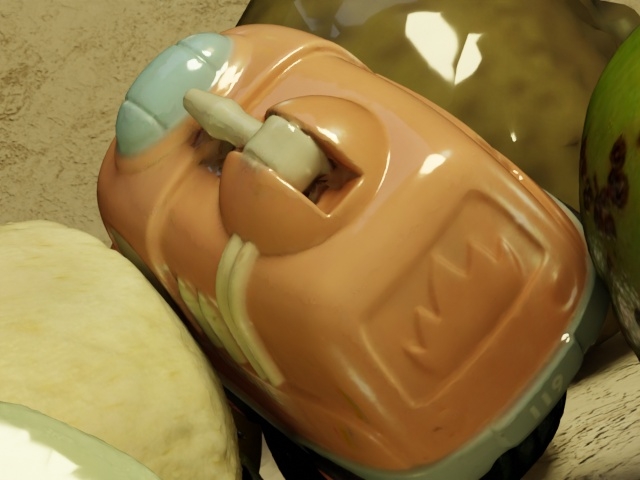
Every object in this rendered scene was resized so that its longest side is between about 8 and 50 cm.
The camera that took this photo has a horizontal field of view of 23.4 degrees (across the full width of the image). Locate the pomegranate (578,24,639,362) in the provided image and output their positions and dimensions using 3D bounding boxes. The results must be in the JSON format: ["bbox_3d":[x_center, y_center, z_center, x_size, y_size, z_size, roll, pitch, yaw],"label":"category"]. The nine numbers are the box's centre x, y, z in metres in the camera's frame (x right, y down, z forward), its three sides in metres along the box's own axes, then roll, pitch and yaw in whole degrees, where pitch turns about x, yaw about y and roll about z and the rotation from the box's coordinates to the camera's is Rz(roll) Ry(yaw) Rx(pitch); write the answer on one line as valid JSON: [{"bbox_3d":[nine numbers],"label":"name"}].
[{"bbox_3d":[0.268,-0.031,0.685,0.323,0.291,0.291,-40,-7,36],"label":"pomegranate"}]

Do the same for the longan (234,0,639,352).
[{"bbox_3d":[0.096,-0.071,1.212,0.391,0.391,0.391,-20,6,2],"label":"longan"}]

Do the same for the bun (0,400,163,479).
[{"bbox_3d":[-0.152,0.195,0.499,0.293,0.293,0.187,-25,-29,-39],"label":"bun"}]

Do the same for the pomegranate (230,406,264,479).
[{"bbox_3d":[-0.133,0.133,1.020,0.210,0.210,0.235,-24,33,-31],"label":"pomegranate"}]

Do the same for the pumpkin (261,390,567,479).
[{"bbox_3d":[0.058,0.098,0.977,0.202,0.140,0.202,-21,23,9],"label":"pumpkin"}]

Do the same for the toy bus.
[{"bbox_3d":[0.000,0.000,0.814,0.194,0.232,0.288,-50,45,-7],"label":"toy bus"}]

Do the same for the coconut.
[{"bbox_3d":[-0.197,0.139,0.732,0.329,0.329,0.329,-20,6,2],"label":"coconut"}]
